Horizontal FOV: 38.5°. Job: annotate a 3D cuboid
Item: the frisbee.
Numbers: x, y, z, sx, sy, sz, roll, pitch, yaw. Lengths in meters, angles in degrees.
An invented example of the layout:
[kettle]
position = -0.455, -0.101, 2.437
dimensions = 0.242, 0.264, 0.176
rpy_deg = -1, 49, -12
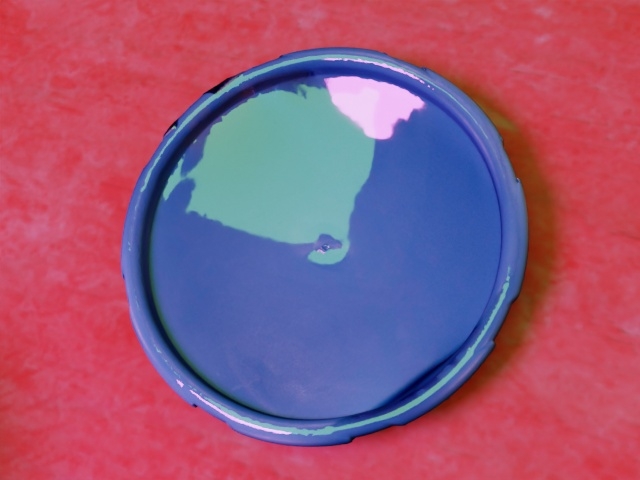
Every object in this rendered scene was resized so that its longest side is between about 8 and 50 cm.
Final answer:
[frisbee]
position = 0.000, 0.000, 0.542
dimensions = 0.242, 0.045, 0.242
rpy_deg = -4, 73, 13
